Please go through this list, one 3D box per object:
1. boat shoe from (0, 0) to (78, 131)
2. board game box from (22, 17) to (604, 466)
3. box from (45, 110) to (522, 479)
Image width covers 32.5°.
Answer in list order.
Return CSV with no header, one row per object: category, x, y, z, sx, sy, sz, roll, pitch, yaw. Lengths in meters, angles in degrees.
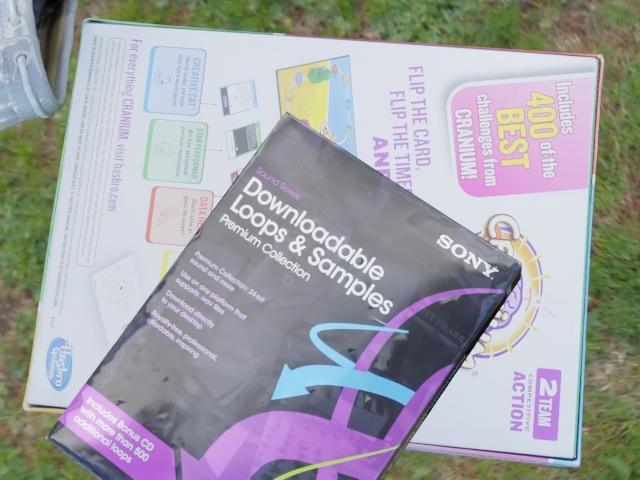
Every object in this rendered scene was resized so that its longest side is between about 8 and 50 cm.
boat shoe,-0.215,-0.198,0.832,0.103,0.118,0.320,-6,45,11
board game box,0.000,0.000,0.661,0.316,0.064,0.242,6,79,5
box,-0.013,0.045,0.430,0.116,0.029,0.162,33,82,13
